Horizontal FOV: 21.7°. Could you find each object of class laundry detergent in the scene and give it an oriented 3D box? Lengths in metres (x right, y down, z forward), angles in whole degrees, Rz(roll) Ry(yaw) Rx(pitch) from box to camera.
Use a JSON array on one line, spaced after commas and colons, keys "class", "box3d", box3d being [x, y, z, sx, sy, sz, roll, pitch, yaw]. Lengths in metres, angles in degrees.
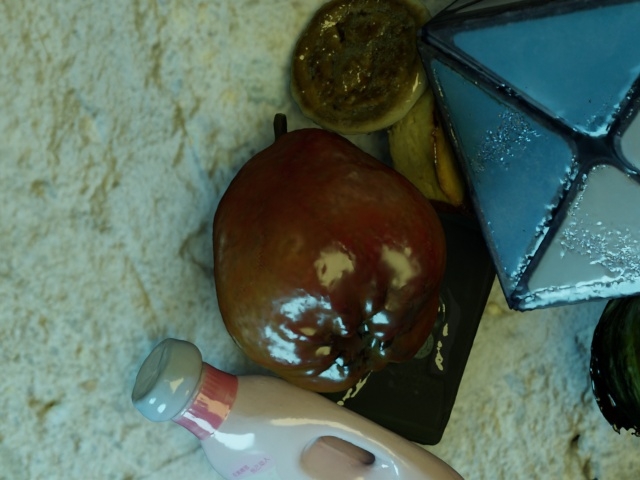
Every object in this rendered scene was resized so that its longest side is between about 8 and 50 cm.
[{"class": "laundry detergent", "box3d": [-0.024, 0.201, 1.603, 0.335, 0.088, 0.159, 32, 128, -21]}]

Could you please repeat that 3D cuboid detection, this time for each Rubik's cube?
[{"class": "Rubik's cube", "box3d": [0.307, -0.129, 1.538, 0.310, 0.305, 0.307, -41, 117, -51]}]

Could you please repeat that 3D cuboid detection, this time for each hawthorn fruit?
[{"class": "hawthorn fruit", "box3d": [0.000, 0.000, 1.543, 0.224, 0.224, 0.261, -11, 59, -19]}]

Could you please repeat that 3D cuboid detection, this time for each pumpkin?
[{"class": "pumpkin", "box3d": [0.423, 0.080, 1.668, 0.320, 0.320, 0.192, -31, 89, -14]}]

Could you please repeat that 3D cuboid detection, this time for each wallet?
[{"class": "wallet", "box3d": [0.089, 0.074, 1.673, 0.169, 0.052, 0.245, 20, 88, -25]}]

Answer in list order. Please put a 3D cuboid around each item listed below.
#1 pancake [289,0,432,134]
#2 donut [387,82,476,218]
[{"class": "pancake", "box3d": [0.038, -0.171, 1.568, 0.028, 0.158, 0.158, 28, 87, -56]}, {"class": "donut", "box3d": [0.126, -0.110, 1.609, 0.166, 0.073, 0.184, 46, 50, -49]}]
